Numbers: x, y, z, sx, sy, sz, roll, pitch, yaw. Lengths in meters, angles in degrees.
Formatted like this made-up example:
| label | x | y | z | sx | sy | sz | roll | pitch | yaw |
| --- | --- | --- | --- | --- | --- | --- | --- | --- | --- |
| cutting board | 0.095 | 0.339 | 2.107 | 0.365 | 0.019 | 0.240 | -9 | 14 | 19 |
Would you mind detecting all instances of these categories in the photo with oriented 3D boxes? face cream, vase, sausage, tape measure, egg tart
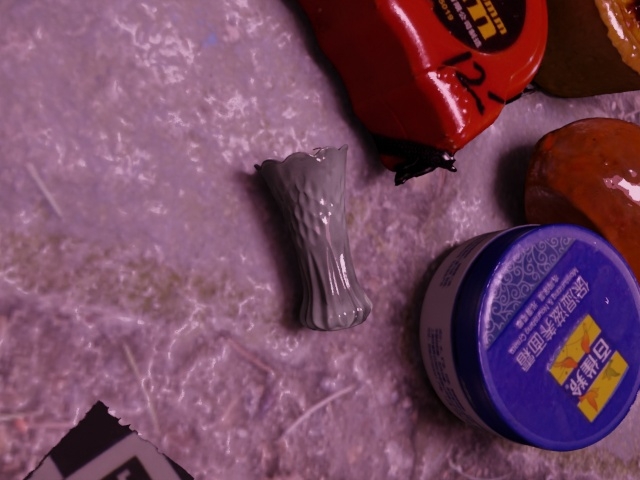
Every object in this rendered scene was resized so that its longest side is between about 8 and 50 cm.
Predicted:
| label | x | y | z | sx | sy | sz | roll | pitch | yaw |
| --- | --- | --- | --- | --- | --- | --- | --- | --- | --- |
| face cream | 0.199 | 0.088 | 0.693 | 0.206 | 0.111 | 0.205 | 2 | 86 | -23 |
| vase | 0.000 | 0.000 | 0.610 | 0.081 | 0.081 | 0.148 | -15 | 95 | -34 |
| sausage | 0.318 | -0.010 | 0.770 | 0.141 | 0.153 | 0.268 | -41 | 104 | -25 |
| tape measure | 0.105 | -0.215 | 0.690 | 0.260 | 0.114 | 0.253 | -38 | 103 | -35 |
| egg tart | 0.316 | -0.251 | 0.797 | 0.215 | 0.171 | 0.215 | 6 | 79 | -33 |

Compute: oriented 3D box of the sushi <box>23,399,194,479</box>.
| label | x | y | z | sx | sy | sz | roll | pitch | yaw |
| --- | --- | --- | --- | --- | --- | --- | --- | --- | --- |
| sushi | -0.129 | 0.322 | 0.422 | 0.320 | 0.068 | 0.339 | 30 | 59 | 19 |
